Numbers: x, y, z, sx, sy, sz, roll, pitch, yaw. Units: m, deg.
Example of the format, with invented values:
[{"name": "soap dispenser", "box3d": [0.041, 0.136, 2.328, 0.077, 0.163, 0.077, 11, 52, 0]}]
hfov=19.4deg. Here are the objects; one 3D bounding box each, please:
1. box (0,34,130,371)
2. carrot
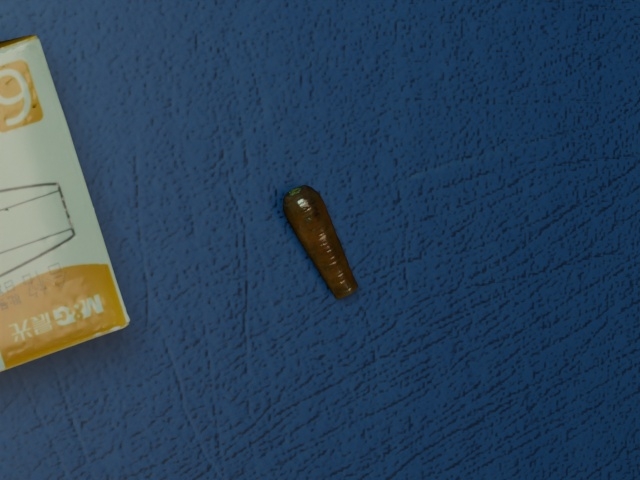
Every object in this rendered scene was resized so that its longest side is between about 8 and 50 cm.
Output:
[{"name": "box", "box3d": [-0.289, -0.002, 1.276, 0.273, 0.091, 0.221, -22, 101, -18]}, {"name": "carrot", "box3d": [0.000, 0.000, 1.421, 0.032, 0.032, 0.093, -33, 109, -17]}]
